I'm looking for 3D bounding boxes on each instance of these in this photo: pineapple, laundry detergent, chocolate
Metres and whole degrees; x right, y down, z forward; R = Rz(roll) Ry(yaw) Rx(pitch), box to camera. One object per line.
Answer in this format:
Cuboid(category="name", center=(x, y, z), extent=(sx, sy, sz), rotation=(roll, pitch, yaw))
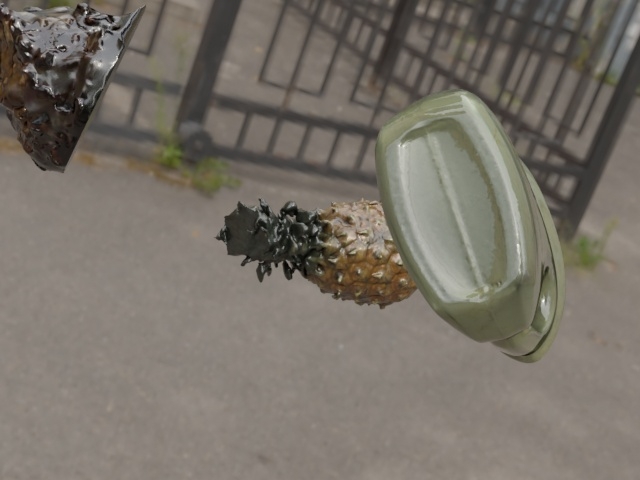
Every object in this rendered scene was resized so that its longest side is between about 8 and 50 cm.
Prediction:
Cuboid(category="pineapple", center=(0.000, 0.000, 1.745), extent=(0.279, 0.157, 0.158), rotation=(13, 21, -23))
Cuboid(category="laundry detergent", center=(0.118, -0.002, 0.915), extent=(0.253, 0.091, 0.181), rotation=(30, 40, -71))
Cuboid(category="chocolate", center=(-0.338, -0.204, 1.517), extent=(0.177, 0.224, 0.206), rotation=(25, 41, -9))
